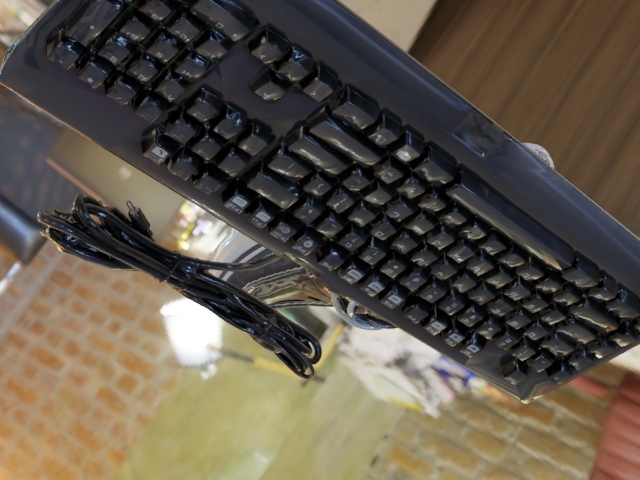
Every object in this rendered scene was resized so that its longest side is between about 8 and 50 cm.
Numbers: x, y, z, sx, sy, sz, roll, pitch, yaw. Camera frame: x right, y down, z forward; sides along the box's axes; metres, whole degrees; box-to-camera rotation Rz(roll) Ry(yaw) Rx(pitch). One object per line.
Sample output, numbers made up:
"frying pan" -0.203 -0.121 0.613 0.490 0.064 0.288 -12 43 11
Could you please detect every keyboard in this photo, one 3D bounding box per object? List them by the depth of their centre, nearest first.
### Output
"keyboard" 0.000 0.000 0.498 0.317 0.033 0.201 33 135 -29

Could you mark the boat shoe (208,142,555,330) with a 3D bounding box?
"boat shoe" 0.043 0.020 0.859 0.301 0.102 0.108 -16 152 23
